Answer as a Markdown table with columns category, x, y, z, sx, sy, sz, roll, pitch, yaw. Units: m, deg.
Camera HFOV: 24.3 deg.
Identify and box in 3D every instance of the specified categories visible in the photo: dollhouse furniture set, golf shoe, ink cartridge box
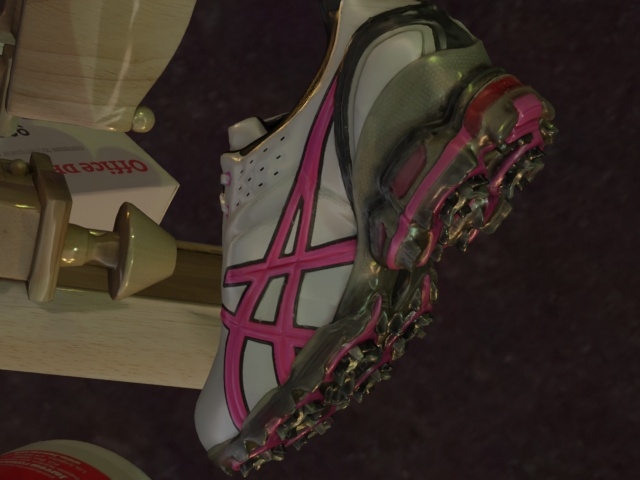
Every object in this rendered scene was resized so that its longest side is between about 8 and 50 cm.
| category | x | y | z | sx | sy | sz | roll | pitch | yaw |
| --- | --- | --- | --- | --- | --- | --- | --- | --- | --- |
| dollhouse furniture set | -0.078 | -0.117 | 0.747 | 0.303 | 0.174 | 0.355 | -130 | 51 | -65 |
| golf shoe | 0.000 | 0.000 | 0.485 | 0.086 | 0.067 | 0.186 | 45 | 126 | 19 |
| ink cartridge box | -0.321 | -0.087 | 1.390 | 0.307 | 0.223 | 0.129 | 42 | 117 | 24 |

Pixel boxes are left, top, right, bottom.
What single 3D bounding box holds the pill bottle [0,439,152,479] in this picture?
| category | x | y | z | sx | sy | sz | roll | pitch | yaw |
| --- | --- | --- | --- | --- | --- | --- | --- | --- | --- |
| pill bottle | -0.274 | 0.297 | 1.043 | 0.229 | 0.408 | 0.229 | 4 | 100 | 23 |
